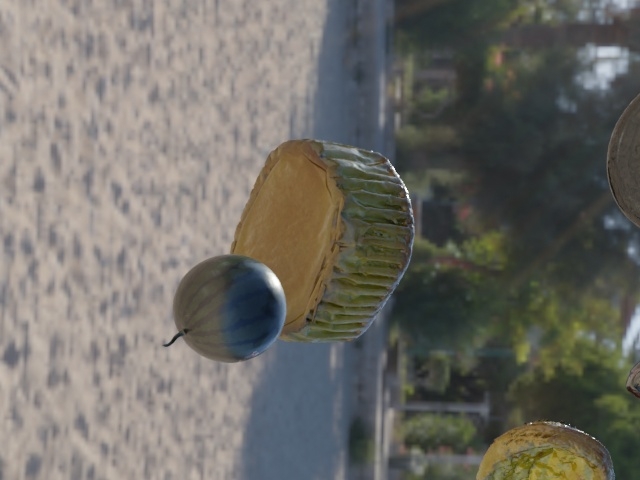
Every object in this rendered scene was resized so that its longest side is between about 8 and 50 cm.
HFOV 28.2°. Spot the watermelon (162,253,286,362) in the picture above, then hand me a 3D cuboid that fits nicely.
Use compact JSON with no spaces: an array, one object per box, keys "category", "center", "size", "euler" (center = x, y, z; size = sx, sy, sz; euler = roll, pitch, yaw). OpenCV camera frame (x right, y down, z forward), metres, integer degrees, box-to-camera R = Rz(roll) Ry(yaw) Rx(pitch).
[{"category":"watermelon","center":[-0.097,0.071,1.222],"size":[0.105,0.133,0.105],"euler":[37,-40,40]}]

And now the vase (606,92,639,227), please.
[{"category":"vase","center":[0.452,-0.057,1.365],"size":[0.321,0.173,0.173],"euler":[17,71,-49]}]

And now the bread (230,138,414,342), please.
[{"category":"bread","center":[0.000,0.000,1.613],"size":[0.253,0.142,0.227],"euler":[-60,-140,22]}]

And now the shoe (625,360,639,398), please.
[{"category":"shoe","center":[0.403,0.088,1.242],"size":[0.291,0.114,0.137],"euler":[-38,-148,55]}]

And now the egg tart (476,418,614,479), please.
[{"category":"egg tart","center":[0.297,0.300,1.688],"size":[0.074,0.191,0.191],"euler":[-83,173,-51]}]
